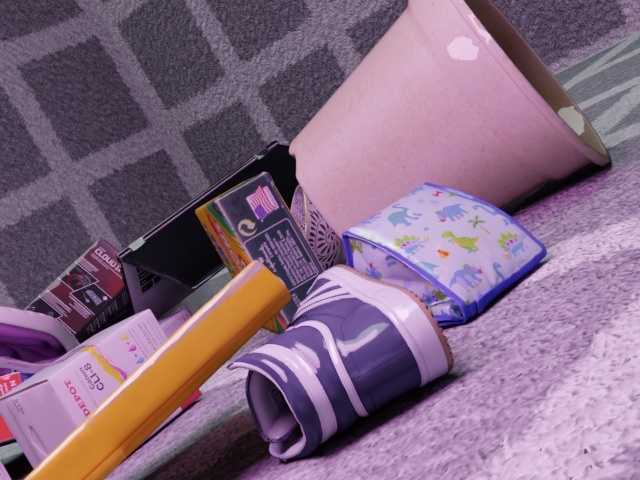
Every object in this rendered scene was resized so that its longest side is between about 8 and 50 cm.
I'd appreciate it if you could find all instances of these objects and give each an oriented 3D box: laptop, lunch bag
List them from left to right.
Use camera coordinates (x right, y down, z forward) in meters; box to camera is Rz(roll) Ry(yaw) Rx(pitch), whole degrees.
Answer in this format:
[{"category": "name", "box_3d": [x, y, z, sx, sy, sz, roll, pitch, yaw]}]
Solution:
[{"category": "laptop", "box_3d": [-0.143, 0.017, 1.973, 0.382, 0.236, 0.408, -38, -27, -23]}, {"category": "lunch bag", "box_3d": [0.119, 0.020, 1.041, 0.129, 0.096, 0.151, -34, 36, -33]}]

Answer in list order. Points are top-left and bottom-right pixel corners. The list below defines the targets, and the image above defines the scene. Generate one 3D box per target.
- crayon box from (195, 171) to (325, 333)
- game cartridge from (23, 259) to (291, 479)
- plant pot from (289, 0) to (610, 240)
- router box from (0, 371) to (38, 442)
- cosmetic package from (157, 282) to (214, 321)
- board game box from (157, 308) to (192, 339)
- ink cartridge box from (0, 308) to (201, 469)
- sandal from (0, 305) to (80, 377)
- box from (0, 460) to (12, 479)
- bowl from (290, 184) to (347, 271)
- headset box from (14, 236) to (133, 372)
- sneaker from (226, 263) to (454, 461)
[{"category": "crayon box", "box_3d": [-0.081, 0.022, 1.493, 0.081, 0.202, 0.318, -31, 4, -10]}, {"category": "game cartridge", "box_3d": [-0.181, 0.171, 0.949, 0.324, 0.052, 0.285, -46, 1, -24]}, {"category": "plant pot", "box_3d": [0.140, -0.134, 1.382, 0.305, 0.334, 0.334, -40, 2, 19]}, {"category": "router box", "box_3d": [-0.525, 0.270, 1.534, 0.301, 0.082, 0.335, -17, -6, -7]}, {"category": "cosmetic package", "box_3d": [-0.296, 0.138, 2.282, 0.099, 0.060, 0.239, -28, 6, 8]}, {"category": "board game box", "box_3d": [-0.366, 0.225, 1.876, 0.193, 0.053, 0.305, -25, 7, 36]}, {"category": "ink cartridge box", "box_3d": [-0.261, 0.188, 1.284, 0.127, 0.128, 0.176, -25, 8, 42]}, {"category": "sandal", "box_3d": [-0.462, 0.176, 1.665, 0.169, 0.102, 0.416, -4, -16, 10]}, {"category": "box", "box_3d": [-0.526, 0.352, 1.502, 0.324, 0.067, 0.063, -23, 8, 46]}, {"category": "bowl", "box_3d": [0.000, 0.000, 1.684, 0.080, 0.170, 0.170, 2, 0, -10]}, {"category": "headset box", "box_3d": [-0.452, 0.145, 2.066, 0.293, 0.110, 0.218, -47, -13, -24]}, {"category": "sneaker", "box_3d": [-0.009, 0.100, 0.930, 0.153, 0.099, 0.282, -30, 8, -14]}]
